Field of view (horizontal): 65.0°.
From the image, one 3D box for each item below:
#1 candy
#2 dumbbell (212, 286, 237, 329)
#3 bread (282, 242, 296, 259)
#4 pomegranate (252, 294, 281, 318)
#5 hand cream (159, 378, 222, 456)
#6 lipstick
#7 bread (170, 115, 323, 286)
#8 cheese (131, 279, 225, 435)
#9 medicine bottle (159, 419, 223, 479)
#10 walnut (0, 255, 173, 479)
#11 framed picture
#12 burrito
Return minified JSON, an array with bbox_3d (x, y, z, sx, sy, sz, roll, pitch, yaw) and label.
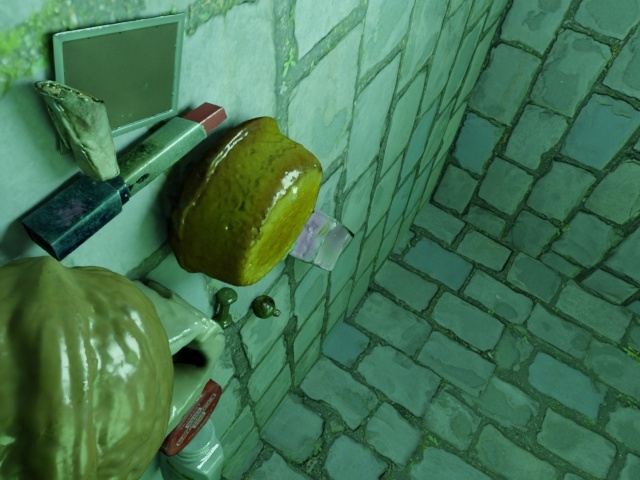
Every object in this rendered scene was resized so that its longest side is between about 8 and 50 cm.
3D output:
[{"bbox_3d":[0.000,0.000,1.493,0.155,0.116,0.265,-58,165,1],"label":"candy"},{"bbox_3d":[-0.232,0.165,1.214,0.052,0.046,0.117,-36,154,-44],"label":"dumbbell"},{"bbox_3d":[-0.119,-0.011,1.155,0.110,0.103,0.156,-35,149,-31],"label":"bread"},{"bbox_3d":[-0.154,0.195,1.441,0.073,0.085,0.073,-62,175,-10],"label":"pomegranate"},{"bbox_3d":[-0.333,0.382,1.160,0.193,0.125,0.193,-51,164,-21],"label":"hand cream"},{"bbox_3d":[-0.239,-0.100,0.663,0.312,0.051,0.051,-49,171,-30],"label":"lipstick"},{"bbox_3d":[-0.125,-0.058,0.879,0.312,0.173,0.312,-54,167,-19],"label":"bread"},{"bbox_3d":[-0.312,0.217,0.862,0.292,0.153,0.332,-51,165,-27],"label":"cheese"},{"bbox_3d":[-0.360,0.601,1.393,0.124,0.179,0.324,-44,158,-41],"label":"medicine bottle"},{"bbox_3d":[-0.311,0.169,0.535,0.332,0.333,0.332,-52,164,-22],"label":"walnut"},{"bbox_3d":[-0.233,-0.189,0.594,0.183,0.011,0.141,-41,157,-47],"label":"framed picture"},{"bbox_3d":[-0.257,-0.120,0.550,0.055,0.041,0.149,-36,157,-23],"label":"burrito"}]
